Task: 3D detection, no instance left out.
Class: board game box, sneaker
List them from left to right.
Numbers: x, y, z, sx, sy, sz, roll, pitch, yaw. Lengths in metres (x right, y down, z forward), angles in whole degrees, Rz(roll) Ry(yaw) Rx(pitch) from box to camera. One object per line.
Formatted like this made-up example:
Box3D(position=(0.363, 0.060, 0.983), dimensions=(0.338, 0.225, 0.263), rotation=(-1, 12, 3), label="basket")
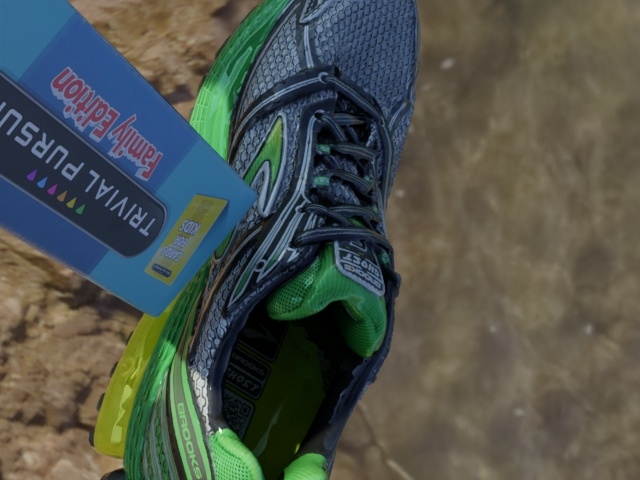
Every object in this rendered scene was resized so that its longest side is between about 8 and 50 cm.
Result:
Box3D(position=(-0.207, -0.122, 0.493), dimensions=(0.079, 0.336, 0.254), rotation=(-50, 156, -3), label="board game box")
Box3D(position=(0.000, 0.000, 0.635), dimensions=(0.134, 0.146, 0.344), rotation=(26, 69, -31), label="sneaker")
